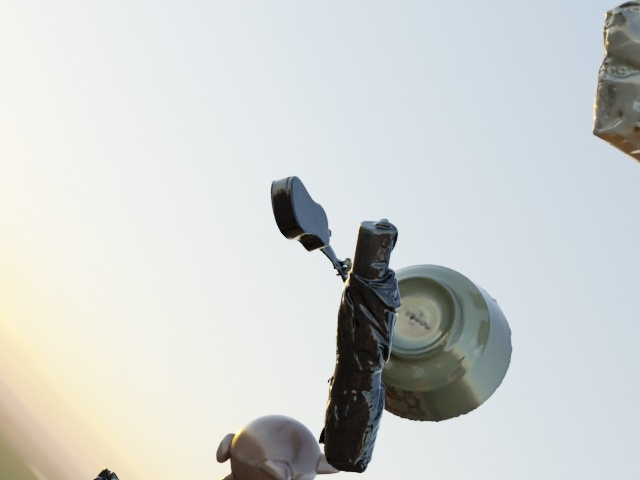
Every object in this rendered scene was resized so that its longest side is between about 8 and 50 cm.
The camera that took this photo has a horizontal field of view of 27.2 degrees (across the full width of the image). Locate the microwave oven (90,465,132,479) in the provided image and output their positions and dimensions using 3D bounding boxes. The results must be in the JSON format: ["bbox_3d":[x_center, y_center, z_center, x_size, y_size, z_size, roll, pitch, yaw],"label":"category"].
[{"bbox_3d":[-0.253,0.430,1.602,0.247,0.178,0.188,54,-7,20],"label":"microwave oven"}]

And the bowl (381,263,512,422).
[{"bbox_3d":[0.131,0.118,1.688,0.211,0.211,0.112,39,-8,30],"label":"bowl"}]

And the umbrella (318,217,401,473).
[{"bbox_3d":[0.039,0.093,1.181,0.066,0.059,0.235,-137,-129,-57],"label":"umbrella"}]

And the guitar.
[{"bbox_3d":[0.002,0.000,1.807,0.271,0.038,0.083,47,33,-56],"label":"guitar"}]

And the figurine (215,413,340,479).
[{"bbox_3d":[-0.060,0.291,1.744,0.138,0.125,0.125,17,-30,37],"label":"figurine"}]

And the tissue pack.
[{"bbox_3d":[0.436,-0.185,1.693,0.090,0.186,0.222,-2,-16,42],"label":"tissue pack"}]
